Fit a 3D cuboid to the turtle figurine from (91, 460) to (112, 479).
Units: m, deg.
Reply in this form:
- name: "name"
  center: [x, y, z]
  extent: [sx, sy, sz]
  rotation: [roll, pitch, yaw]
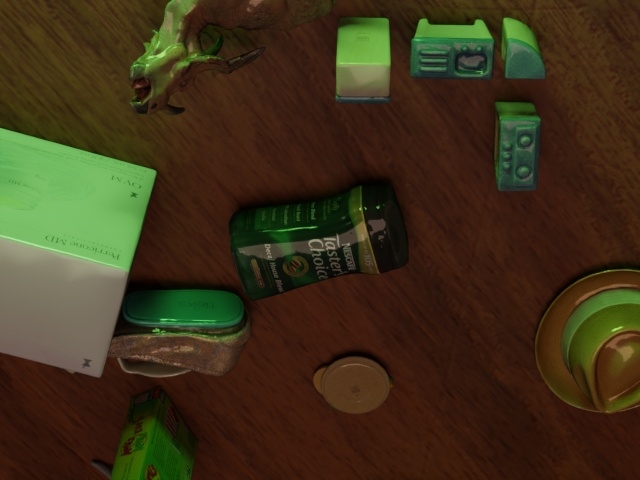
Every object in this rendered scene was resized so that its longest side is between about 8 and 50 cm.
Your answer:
- name: "turtle figurine"
  center: [-0.207, 0.413, 1.805]
  extent: [0.266, 0.274, 0.198]
  rotation: [27, 96, -34]

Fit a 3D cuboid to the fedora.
- name: "fedora"
  center: [0.332, 0.128, 1.633]
  extent: [0.194, 0.079, 0.194]
  rotation: [1, 120, 2]

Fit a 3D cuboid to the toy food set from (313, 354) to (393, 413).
- name: "toy food set"
  center: [0.040, 0.167, 1.700]
  extent: [0.083, 0.020, 0.082]
  rotation: [-33, 113, 19]

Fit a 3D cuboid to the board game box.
- name: "board game box"
  center: [-0.188, 0.257, 1.668]
  extent: [0.043, 0.181, 0.092]
  rotation: [-24, 116, 15]

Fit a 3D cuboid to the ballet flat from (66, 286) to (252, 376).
- name: "ballet flat"
  center: [-0.237, 0.102, 1.632]
  extent: [0.316, 0.107, 0.106]
  rotation: [9, 129, -2]

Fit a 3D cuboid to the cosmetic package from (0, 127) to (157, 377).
- name: "cosmetic package"
  center: [-0.301, 0.002, 1.504]
  extent: [0.224, 0.225, 0.138]
  rotation: [15, 119, -7]

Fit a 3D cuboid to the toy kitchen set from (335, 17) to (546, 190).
- name: "toy kitchen set"
  center: [0.119, -0.125, 1.474]
  extent: [0.207, 0.122, 0.166]
  rotation: [1, 119, 2]

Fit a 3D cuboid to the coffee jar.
- name: "coffee jar"
  center: [0.000, 0.000, 1.574]
  extent: [0.184, 0.079, 0.096]
  rotation: [-12, 118, 9]

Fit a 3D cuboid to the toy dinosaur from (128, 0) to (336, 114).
- name: "toy dinosaur"
  center: [-0.055, -0.240, 1.424]
  extent: [0.295, 0.127, 0.200]
  rotation: [-12, 127, -5]
